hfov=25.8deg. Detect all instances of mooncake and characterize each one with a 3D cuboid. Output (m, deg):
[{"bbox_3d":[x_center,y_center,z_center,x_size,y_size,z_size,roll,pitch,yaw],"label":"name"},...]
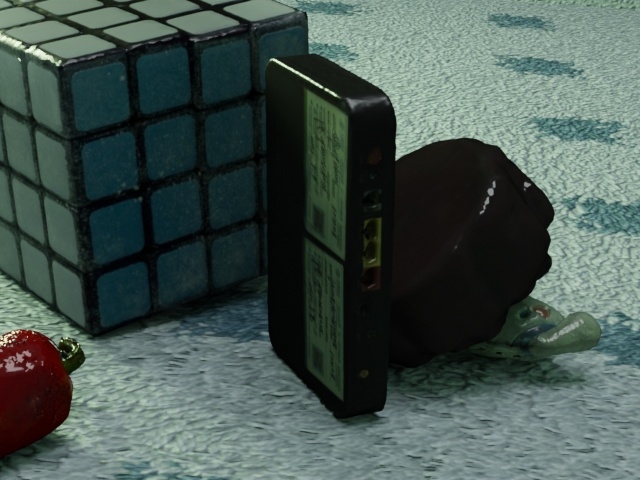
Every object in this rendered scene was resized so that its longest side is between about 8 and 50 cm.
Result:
[{"bbox_3d":[0.130,0.018,1.599,0.283,0.141,0.283,-33,28,20],"label":"mooncake"}]

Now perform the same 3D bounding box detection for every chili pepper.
[{"bbox_3d":[-0.332,0.163,1.296,0.110,0.110,0.387,16,25,29],"label":"chili pepper"}]

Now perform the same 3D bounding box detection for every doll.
[{"bbox_3d":[0.218,0.102,1.613,0.214,0.072,0.103,11,33,38],"label":"doll"}]

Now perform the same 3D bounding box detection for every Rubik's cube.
[{"bbox_3d":[-0.237,-0.130,1.725,0.337,0.344,0.343,-22,32,-33],"label":"Rubik's cube"}]

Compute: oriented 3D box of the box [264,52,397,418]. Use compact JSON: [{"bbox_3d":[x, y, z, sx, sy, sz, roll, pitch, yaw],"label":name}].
[{"bbox_3d":[0.007,-0.007,1.465,0.058,0.350,0.211,-9,25,-25],"label":"box"}]
